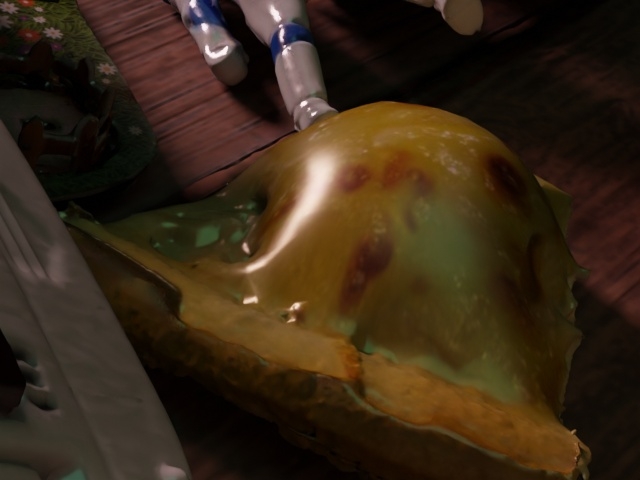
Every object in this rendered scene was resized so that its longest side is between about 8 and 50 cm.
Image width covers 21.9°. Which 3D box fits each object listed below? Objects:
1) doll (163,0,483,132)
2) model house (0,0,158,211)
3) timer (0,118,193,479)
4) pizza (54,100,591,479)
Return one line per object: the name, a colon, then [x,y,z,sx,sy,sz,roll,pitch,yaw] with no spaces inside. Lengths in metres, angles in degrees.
doll: [-0.025,-0.130,0.744,0.227,0.114,0.057,45,2,38]
model house: [-0.201,-0.119,0.588,0.294,0.154,0.207,-4,41,-30]
timer: [-0.136,0.008,0.402,0.262,0.087,0.237,57,11,22]
pizza: [0.007,-0.002,0.596,0.204,0.080,0.188,19,36,1]
